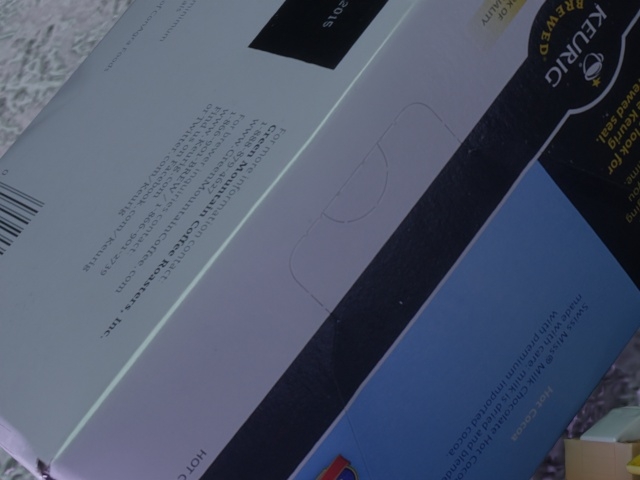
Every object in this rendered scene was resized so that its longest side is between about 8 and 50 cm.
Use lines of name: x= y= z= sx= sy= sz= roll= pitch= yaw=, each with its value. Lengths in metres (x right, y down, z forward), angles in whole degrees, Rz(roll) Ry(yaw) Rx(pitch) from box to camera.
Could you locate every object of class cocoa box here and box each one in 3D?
cocoa box: x=0.000 y=0.000 z=0.805 sx=0.347 sy=0.228 sz=0.231 roll=-52 pitch=35 yaw=-11

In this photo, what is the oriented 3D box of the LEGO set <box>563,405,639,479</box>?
LEGO set: x=0.242 y=0.116 z=0.694 sx=0.287 sy=0.107 sz=0.132 roll=-19 pitch=14 yaw=27
